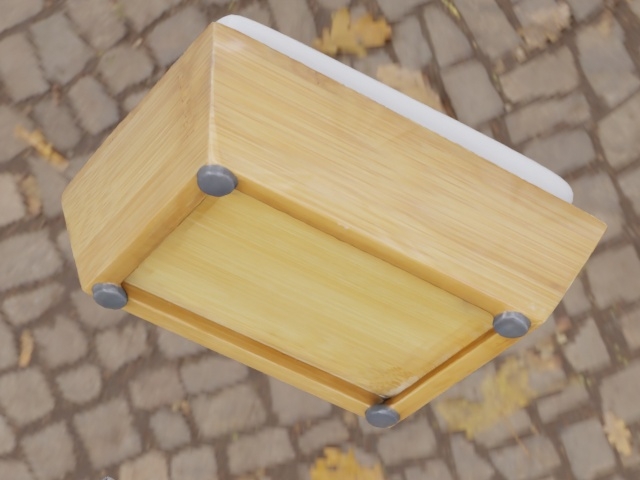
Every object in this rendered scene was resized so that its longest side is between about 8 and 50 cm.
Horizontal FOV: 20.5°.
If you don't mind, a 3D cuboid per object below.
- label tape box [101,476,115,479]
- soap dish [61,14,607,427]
[{"bbox_3d":[-0.072,0.340,1.251,0.334,0.106,0.240,32,134,-8],"label":"label tape box"},{"bbox_3d":[0.000,0.000,1.136,0.291,0.118,0.229,26,143,-20],"label":"soap dish"}]
